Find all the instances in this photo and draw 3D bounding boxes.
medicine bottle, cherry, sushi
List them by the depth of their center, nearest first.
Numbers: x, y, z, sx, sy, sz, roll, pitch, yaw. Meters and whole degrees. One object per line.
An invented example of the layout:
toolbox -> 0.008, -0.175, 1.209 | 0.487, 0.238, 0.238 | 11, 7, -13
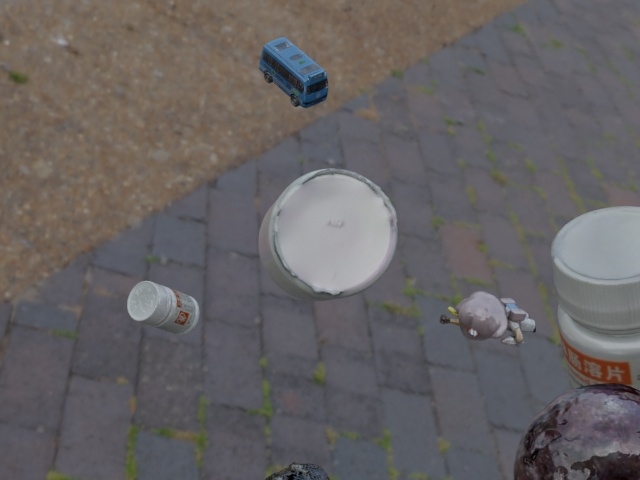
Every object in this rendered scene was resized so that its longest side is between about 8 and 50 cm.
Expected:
cherry -> 0.300, 0.243, 1.163 | 0.195, 0.195, 0.195 | 16, 34, -11
medicine bottle -> -0.209, 0.091, 1.440 | 0.089, 0.057, 0.057 | 27, 19, -52
medicine bottle -> 0.478, 0.149, 1.668 | 0.211, 0.371, 0.211 | -13, 34, 9
medicine bottle -> 0.000, 0.000, 1.892 | 0.214, 0.213, 0.379 | 19, -6, -6
sushi -> -0.069, 0.496, 1.944 | 0.126, 0.225, 0.136 | -15, 63, -40

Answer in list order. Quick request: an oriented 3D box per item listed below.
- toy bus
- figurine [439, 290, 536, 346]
toy bus -> -0.028, -0.185, 1.186 | 0.038, 0.046, 0.083 | -27, 58, -32
figurine -> 0.380, 0.171, 2.384 | 0.229, 0.112, 0.137 | 8, 35, -29
